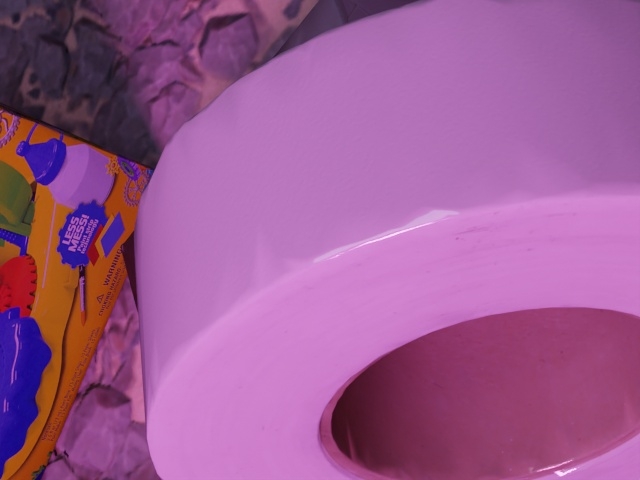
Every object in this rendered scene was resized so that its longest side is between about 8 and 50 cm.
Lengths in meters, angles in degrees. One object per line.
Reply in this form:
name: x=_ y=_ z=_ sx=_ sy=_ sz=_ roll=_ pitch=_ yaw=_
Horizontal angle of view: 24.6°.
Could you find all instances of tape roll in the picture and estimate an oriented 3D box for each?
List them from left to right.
tape roll: x=0.067 y=0.030 z=0.606 sx=0.286 sy=0.286 sz=0.100 roll=-27 pitch=51 yaw=22

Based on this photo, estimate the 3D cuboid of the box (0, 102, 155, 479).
box: x=-0.287 y=0.034 z=0.891 sx=0.177 sy=0.279 sz=0.290 roll=23 pitch=92 yaw=32

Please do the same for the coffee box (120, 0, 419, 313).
coffee box: x=0.000 y=0.000 z=0.780 sx=0.246 sy=0.098 sz=0.141 roll=-44 pitch=53 yaw=45
